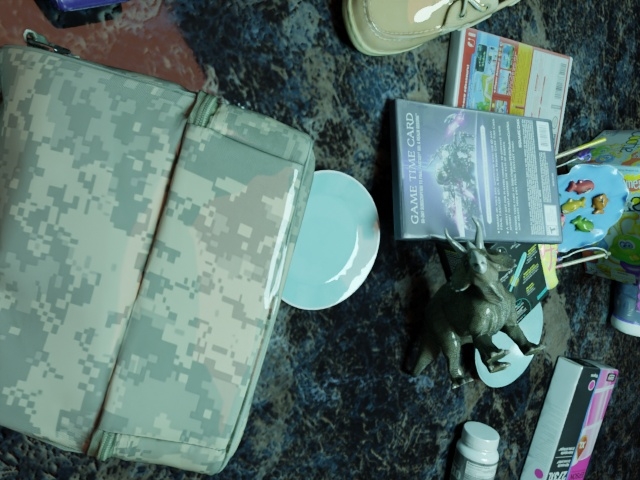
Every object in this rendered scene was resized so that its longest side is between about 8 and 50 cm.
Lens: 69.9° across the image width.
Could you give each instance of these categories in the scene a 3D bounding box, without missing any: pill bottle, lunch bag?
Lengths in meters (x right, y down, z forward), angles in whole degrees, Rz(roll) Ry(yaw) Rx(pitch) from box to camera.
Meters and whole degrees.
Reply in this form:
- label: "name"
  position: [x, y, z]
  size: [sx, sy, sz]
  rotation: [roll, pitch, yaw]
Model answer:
- label: "pill bottle"
  position: [0.290, 0.421, 0.862]
  size: [0.078, 0.078, 0.137]
  rotation: [4, 99, -33]
- label: "lunch bag"
  position: [-0.170, 0.007, 0.398]
  size: [0.256, 0.212, 0.305]
  rotation: [17, 89, -17]

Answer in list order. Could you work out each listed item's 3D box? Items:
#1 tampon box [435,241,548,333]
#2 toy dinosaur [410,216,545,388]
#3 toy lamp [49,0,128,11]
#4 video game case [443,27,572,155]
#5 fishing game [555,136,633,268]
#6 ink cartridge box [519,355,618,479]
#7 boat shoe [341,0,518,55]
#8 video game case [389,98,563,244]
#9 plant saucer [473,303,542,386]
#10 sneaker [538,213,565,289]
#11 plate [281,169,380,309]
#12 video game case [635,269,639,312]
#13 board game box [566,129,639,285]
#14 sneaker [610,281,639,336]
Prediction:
- label: "tampon box"
  position: [0.285, 0.045, 0.757]
  size: [0.120, 0.101, 0.161]
  rotation: [-34, 116, -22]
- label: "toy dinosaur"
  position: [0.216, 0.115, 0.676]
  size: [0.121, 0.160, 0.314]
  rotation: [-8, 149, -16]
- label: "toy lamp"
  position: [-0.134, -0.297, 0.427]
  size: [0.274, 0.080, 0.080]
  rotation: [-40, 119, -18]
- label: "video game case"
  position: [0.313, -0.220, 0.759]
  size: [0.285, 0.025, 0.204]
  rotation: [-3, 103, -32]
- label: "fishing game"
  position: [0.468, -0.050, 0.831]
  size: [0.189, 0.041, 0.264]
  rotation: [-16, 123, 8]
- label: "ink cartridge box"
  position: [0.563, 0.455, 1.056]
  size: [0.175, 0.069, 0.371]
  rotation: [14, 96, -34]
- label: "boat shoe"
  position: [0.178, -0.339, 0.594]
  size: [0.341, 0.110, 0.122]
  rotation: [-33, 116, -22]
- label: "video game case"
  position: [0.230, -0.094, 0.664]
  size: [0.274, 0.026, 0.196]
  rotation: [1, 82, -18]
- label: "plant saucer"
  position: [0.345, 0.178, 0.865]
  size: [0.194, 0.037, 0.195]
  rotation: [-9, 106, -31]
- label: "sneaker"
  position: [0.386, -0.006, 0.796]
  size: [0.094, 0.081, 0.209]
  rotation: [-27, 112, 7]
- label: "plate"
  position: [0.000, 0.000, 0.614]
  size: [0.188, 0.024, 0.188]
  rotation: [-7, 104, -31]
- label: "video game case"
  position: [0.673, 0.004, 0.857]
  size: [0.210, 0.042, 0.232]
  rotation: [-16, 110, -28]
- label: "board game box"
  position: [0.618, -0.065, 0.918]
  size: [0.144, 0.142, 0.275]
  rotation: [-35, 118, -20]
- label: "sneaker"
  position: [0.842, 0.095, 1.103]
  size: [0.322, 0.130, 0.236]
  rotation: [-3, 107, -26]
